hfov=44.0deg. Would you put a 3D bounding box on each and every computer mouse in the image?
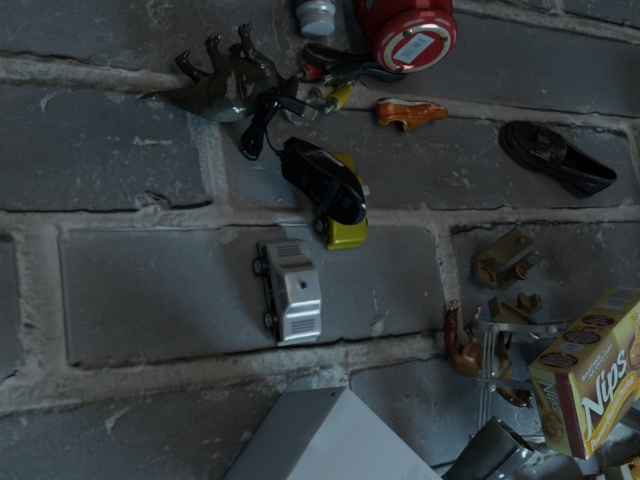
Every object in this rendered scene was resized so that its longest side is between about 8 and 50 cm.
[{"bbox_3d":[-0.009,-0.151,1.327,0.262,0.184,0.060,36,52,12],"label":"computer mouse"}]

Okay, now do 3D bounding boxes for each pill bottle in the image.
[{"bbox_3d":[-0.012,-0.466,1.520,0.078,0.078,0.137,2,76,-33],"label":"pill bottle"}]

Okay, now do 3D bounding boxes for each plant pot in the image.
[{"bbox_3d":[0.170,-0.433,1.539,0.191,0.191,0.174,4,59,-32],"label":"plant pot"}]

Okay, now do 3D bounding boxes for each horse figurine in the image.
[{"bbox_3d":[0.321,0.218,1.562,0.263,0.066,0.174,25,64,-32],"label":"horse figurine"}]

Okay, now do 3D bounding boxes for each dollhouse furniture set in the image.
[{"bbox_3d":[0.405,0.089,1.583,0.144,0.123,0.151,31,35,-24],"label":"dollhouse furniture set"}]

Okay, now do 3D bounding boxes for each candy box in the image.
[{"bbox_3d":[0.519,0.235,1.468,0.317,0.088,0.182,-31,113,-35],"label":"candy box"}]

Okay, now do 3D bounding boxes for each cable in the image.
[{"bbox_3d":[0.057,-0.335,1.562,0.139,0.072,0.287,50,42,11],"label":"cable"}]

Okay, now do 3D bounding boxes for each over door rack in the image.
[{"bbox_3d":[0.440,0.276,1.518,0.325,0.108,0.239,5,90,-27],"label":"over door rack"}]

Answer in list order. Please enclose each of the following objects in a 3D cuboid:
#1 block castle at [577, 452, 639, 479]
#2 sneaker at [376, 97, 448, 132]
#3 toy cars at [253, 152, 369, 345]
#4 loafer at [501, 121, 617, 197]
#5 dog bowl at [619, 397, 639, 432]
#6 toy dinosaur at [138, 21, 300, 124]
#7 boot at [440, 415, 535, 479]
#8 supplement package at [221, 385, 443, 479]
[{"bbox_3d":[0.680,0.549,1.568,0.454,0.303,0.212,-8,76,-34],"label":"block castle"},{"bbox_3d":[0.183,-0.253,1.612,0.175,0.064,0.067,-3,99,-28],"label":"sneaker"},{"bbox_3d":[0.000,0.000,1.399,0.176,0.087,0.393,37,60,-19],"label":"toy cars"},{"bbox_3d":[0.547,-0.196,1.800,0.303,0.095,0.109,26,64,-25],"label":"loafer"},{"bbox_3d":[0.726,0.259,1.660,0.348,0.349,0.102,52,44,-11],"label":"dog bowl"},{"bbox_3d":[-0.149,-0.268,1.356,0.314,0.121,0.160,-22,84,-38],"label":"toy dinosaur"},{"bbox_3d":[0.302,0.441,1.426,0.208,0.076,0.190,-46,107,1],"label":"boot"},{"bbox_3d":[0.024,0.391,1.244,0.262,0.198,0.199,46,58,-15],"label":"supplement package"}]
